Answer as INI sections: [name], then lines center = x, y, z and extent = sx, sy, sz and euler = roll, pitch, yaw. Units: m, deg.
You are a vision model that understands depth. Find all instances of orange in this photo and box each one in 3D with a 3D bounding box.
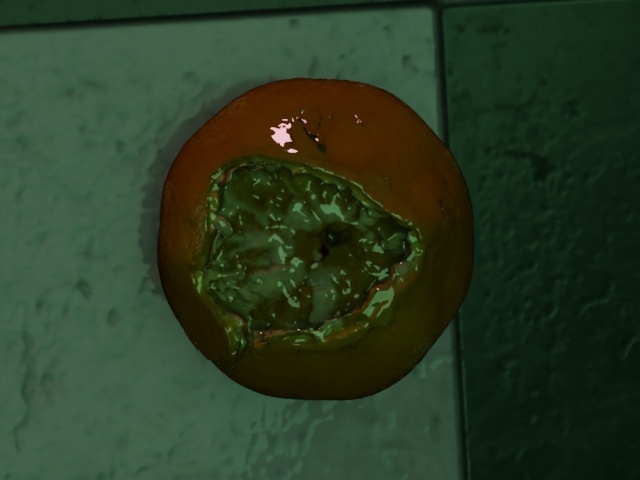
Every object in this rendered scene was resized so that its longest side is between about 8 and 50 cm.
[orange]
center = 0.000, 0.000, 0.844
extent = 0.154, 0.134, 0.155
euler = 0, 91, -16
